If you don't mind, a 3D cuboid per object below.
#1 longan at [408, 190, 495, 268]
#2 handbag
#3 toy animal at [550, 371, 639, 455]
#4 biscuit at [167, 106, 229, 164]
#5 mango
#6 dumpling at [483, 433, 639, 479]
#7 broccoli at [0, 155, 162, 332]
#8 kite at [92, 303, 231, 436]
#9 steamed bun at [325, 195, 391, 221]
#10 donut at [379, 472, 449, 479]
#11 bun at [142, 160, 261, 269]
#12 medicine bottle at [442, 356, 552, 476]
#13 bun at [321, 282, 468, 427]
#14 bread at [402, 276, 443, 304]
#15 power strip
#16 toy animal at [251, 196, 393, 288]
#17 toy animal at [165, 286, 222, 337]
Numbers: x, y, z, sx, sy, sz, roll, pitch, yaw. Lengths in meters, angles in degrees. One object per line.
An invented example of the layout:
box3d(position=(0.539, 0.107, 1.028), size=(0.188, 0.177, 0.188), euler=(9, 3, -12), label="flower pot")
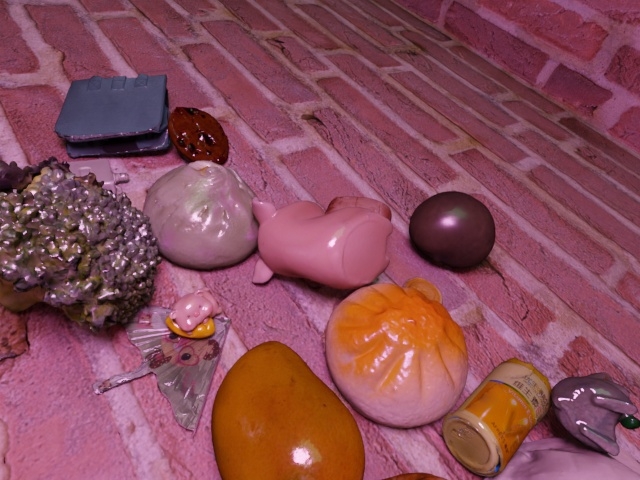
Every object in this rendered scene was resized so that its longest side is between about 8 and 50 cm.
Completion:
box3d(position=(0.336, -0.031, 1.092), size=(0.220, 0.196, 0.196), euler=(14, 45, -3), label="longan")
box3d(position=(-0.543, -0.336, 1.152), size=(0.268, 0.100, 0.274), euler=(-9, 53, -11), label="handbag")
box3d(position=(0.516, 0.304, 0.816), size=(0.127, 0.125, 0.251), euler=(57, 18, 20), label="toy animal")
box3d(position=(-0.328, -0.286, 1.166), size=(0.192, 0.049, 0.192), euler=(37, 38, -36), label="biscuit")
box3d(position=(-0.062, 0.290, 0.665), size=(0.211, 0.173, 0.317), euler=(-20, 37, -16), label="mango")
box3d(position=(0.412, 0.434, 0.695), size=(0.260, 0.181, 0.341), euler=(20, 52, 35), label="dumpling")
box3d(position=(-0.447, 0.002, 0.738), size=(0.272, 0.324, 0.334), euler=(-14, 45, -10), label="broccoli")
box3d(position=(-0.283, 0.208, 0.794), size=(0.267, 0.013, 0.323), euler=(-26, 58, -37), label="kite")
box3d(position=(0.085, -0.033, 1.080), size=(0.175, 0.106, 0.145), euler=(11, 49, 12), label="steamed bun")
box3d(position=(0.070, 0.432, 0.508), size=(0.317, 0.299, 0.150), euler=(-35, 77, -13), label="donut")
box3d(position=(-0.256, -0.077, 0.955), size=(0.283, 0.179, 0.283), euler=(10, 48, -11), label="bun")
box3d(position=(0.343, 0.321, 0.805), size=(0.239, 0.124, 0.124), euler=(-24, 58, -36), label="medicine bottle")
box3d(position=(0.154, 0.200, 0.834), size=(0.299, 0.165, 0.299), euler=(9, 44, -9), label="bun")
box3d(position=(0.243, 0.133, 1.022), size=(0.110, 0.024, 0.110), euler=(9, 47, -9), label="bread")
box3d(position=(-0.618, -0.127, 0.973), size=(0.338, 0.058, 0.098), euler=(-12, 52, -27), label="power strip")
box3d(position=(-0.003, -0.001, 0.919), size=(0.256, 0.195, 0.213), euler=(9, 17, 34), label="toy animal")
box3d(position=(-0.233, 0.134, 0.817), size=(0.091, 0.082, 0.114), euler=(34, 44, 15), label="toy animal")
